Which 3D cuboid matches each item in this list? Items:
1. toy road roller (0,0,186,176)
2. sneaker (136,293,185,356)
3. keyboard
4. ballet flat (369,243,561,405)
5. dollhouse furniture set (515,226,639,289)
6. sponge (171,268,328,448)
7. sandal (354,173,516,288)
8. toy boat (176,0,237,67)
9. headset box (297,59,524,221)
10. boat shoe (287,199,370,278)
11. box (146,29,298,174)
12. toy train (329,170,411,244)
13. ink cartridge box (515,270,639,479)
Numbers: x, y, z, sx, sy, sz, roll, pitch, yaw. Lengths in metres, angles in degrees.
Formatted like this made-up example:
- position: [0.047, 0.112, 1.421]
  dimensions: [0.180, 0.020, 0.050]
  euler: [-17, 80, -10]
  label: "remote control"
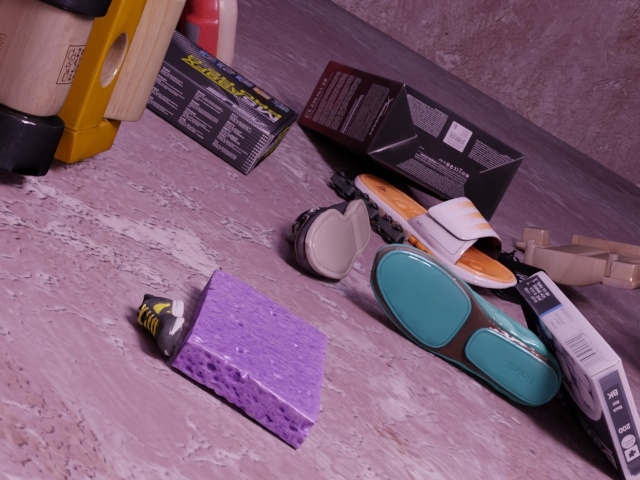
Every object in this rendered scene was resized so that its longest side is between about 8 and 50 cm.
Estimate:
- position: [-0.283, -0.204, 1.439]
  dimensions: [0.240, 0.203, 0.329]
  euler: [25, 13, 9]
  label: "toy road roller"
- position: [-0.125, 0.064, 1.235]
  dimensions: [0.035, 0.031, 0.083]
  euler: [18, 12, -9]
  label: "sneaker"
- position: [0.262, 0.056, 2.204]
  dimensions: [0.192, 0.038, 0.100]
  euler: [18, 44, -54]
  label: "keyboard"
- position: [0.145, 0.087, 1.695]
  dimensions: [0.247, 0.083, 0.087]
  euler: [37, 6, -11]
  label: "ballet flat"
- position: [0.391, 0.096, 2.320]
  dimensions: [0.355, 0.174, 0.303]
  euler: [11, 7, 30]
  label: "dollhouse furniture set"
- position: [-0.052, 0.090, 1.303]
  dimensions: [0.117, 0.031, 0.210]
  euler: [33, 14, -6]
  label: "sponge"
- position: [0.152, -0.031, 2.097]
  dimensions: [0.265, 0.076, 0.102]
  euler: [38, 24, 25]
  label: "sandal"
- position: [-0.209, -0.304, 2.144]
  dimensions: [0.151, 0.151, 0.231]
  euler: [-4, 30, -21]
  label: "toy boat"
- position: [0.116, -0.146, 2.270]
  dimensions: [0.218, 0.110, 0.293]
  euler: [28, 1, -26]
  label: "headset box"
- position: [0.000, 0.000, 1.730]
  dimensions: [0.065, 0.075, 0.206]
  euler: [-7, 9, 18]
  label: "boat shoe"
- position: [-0.165, -0.193, 1.961]
  dimensions: [0.270, 0.060, 0.216]
  euler: [34, 13, 0]
  label: "box"
- position: [0.064, -0.037, 2.044]
  dimensions: [0.158, 0.027, 0.036]
  euler: [45, 6, 40]
  label: "toy train"
- position: [0.289, 0.165, 1.731]
  dimensions: [0.208, 0.045, 0.206]
  euler: [66, -5, -30]
  label: "ink cartridge box"
